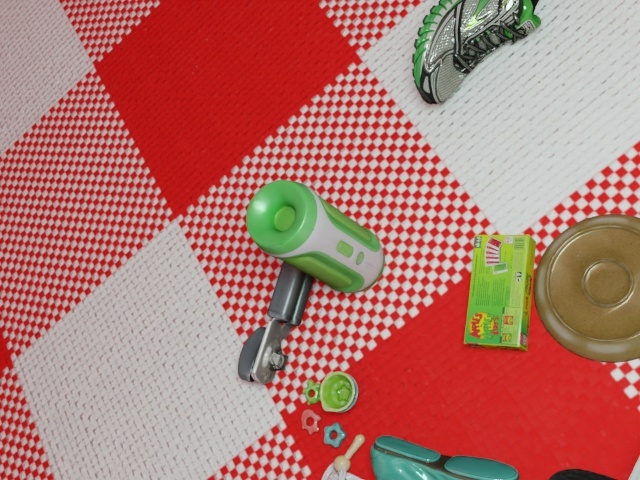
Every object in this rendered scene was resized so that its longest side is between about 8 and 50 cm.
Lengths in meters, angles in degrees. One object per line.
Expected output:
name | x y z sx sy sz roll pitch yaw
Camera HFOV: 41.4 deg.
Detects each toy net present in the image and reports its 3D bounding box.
toy net | 0.017 0.343 1.429 0.122 0.045 0.232 -12 69 25

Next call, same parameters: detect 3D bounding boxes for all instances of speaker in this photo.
speaker | 0.000 0.000 1.402 0.131 0.296 0.131 -9 69 26

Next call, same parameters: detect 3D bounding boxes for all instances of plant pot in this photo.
plant pot | 0.440 0.067 1.297 0.236 0.032 0.236 -10 69 27

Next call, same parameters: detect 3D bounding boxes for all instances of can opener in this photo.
can opener | -0.082 0.121 1.539 0.095 0.076 0.283 11 78 30

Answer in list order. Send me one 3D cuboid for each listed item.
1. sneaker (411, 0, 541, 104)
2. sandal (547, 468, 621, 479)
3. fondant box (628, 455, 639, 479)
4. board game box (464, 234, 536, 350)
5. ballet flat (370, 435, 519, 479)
sneaker | 0.286 -0.379 1.468 0.146 0.134 0.343 38 93 32
sandal | 0.501 0.428 1.094 0.445 0.167 0.107 17 108 39
fondant box | 0.579 0.272 1.018 0.330 0.096 0.238 19 74 45
board game box | 0.290 0.083 1.365 0.092 0.043 0.181 0 73 31
ballet flat | 0.191 0.371 1.316 0.247 0.083 0.087 7 102 30
